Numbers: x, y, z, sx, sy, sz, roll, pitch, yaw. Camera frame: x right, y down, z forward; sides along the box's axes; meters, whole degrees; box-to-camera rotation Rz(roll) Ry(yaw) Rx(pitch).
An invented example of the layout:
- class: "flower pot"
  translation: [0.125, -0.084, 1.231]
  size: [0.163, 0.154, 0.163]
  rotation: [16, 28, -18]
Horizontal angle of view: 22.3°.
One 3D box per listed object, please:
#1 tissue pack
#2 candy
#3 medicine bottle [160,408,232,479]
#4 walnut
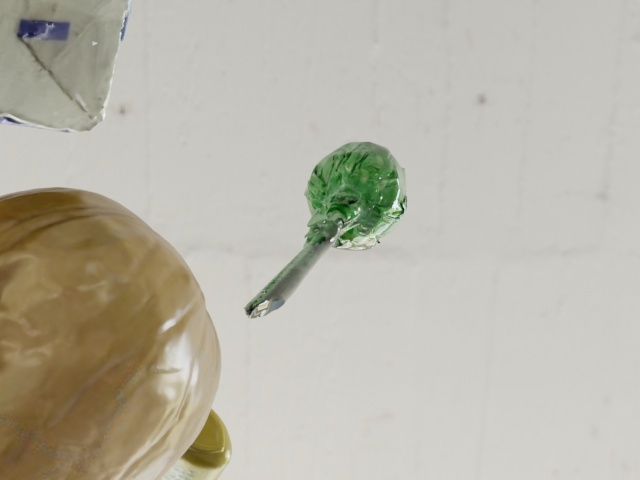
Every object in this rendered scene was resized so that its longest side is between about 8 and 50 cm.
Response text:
- class: "tissue pack"
  translation: [-0.263, -0.177, 1.013]
  size: [0.209, 0.269, 0.137]
  rotation: [13, -77, -39]
- class: "candy"
  translation: [0.000, -0.002, 1.312]
  size: [0.097, 0.323, 0.097]
  rotation: [6, -69, 16]
- class: "medicine bottle"
  translation: [-0.159, 0.239, 1.640]
  size: [0.095, 0.064, 0.260]
  rotation: [40, -37, 6]
- class: "walnut"
  translation: [-0.167, 0.077, 0.922]
  size: [0.222, 0.195, 0.195]
  rotation: [-46, -53, -14]
